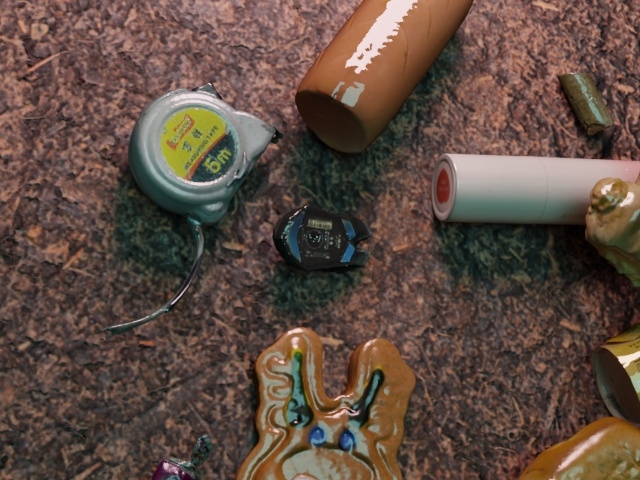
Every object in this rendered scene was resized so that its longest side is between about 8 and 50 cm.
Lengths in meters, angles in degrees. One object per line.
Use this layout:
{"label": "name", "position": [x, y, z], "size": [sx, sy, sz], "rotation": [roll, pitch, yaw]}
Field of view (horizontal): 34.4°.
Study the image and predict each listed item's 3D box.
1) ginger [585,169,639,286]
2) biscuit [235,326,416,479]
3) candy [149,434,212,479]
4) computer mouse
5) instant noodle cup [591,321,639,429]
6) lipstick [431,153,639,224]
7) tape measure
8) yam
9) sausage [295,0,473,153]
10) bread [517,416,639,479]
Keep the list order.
{"label": "ginger", "position": [0.430, -0.053, 1.255], "size": [0.221, 0.130, 0.275], "rotation": [6, 86, -7]}
{"label": "biscuit", "position": [0.004, 0.265, 1.183], "size": [0.202, 0.047, 0.333], "rotation": [13, 73, -12]}
{"label": "candy", "position": [-0.178, 0.285, 1.128], "size": [0.043, 0.045, 0.175], "rotation": [32, 68, 11]}
{"label": "computer mouse", "position": [0.000, 0.000, 1.252], "size": [0.135, 0.047, 0.079], "rotation": [5, 86, -26]}
{"label": "instant noodle cup", "position": [0.416, 0.161, 1.277], "size": [0.122, 0.151, 0.151], "rotation": [-17, 81, -11]}
{"label": "lipstick", "position": [0.309, -0.063, 1.331], "size": [0.327, 0.087, 0.087], "rotation": [1, 76, -16]}
{"label": "tape measure", "position": [-0.187, -0.034, 1.186], "size": [0.164, 0.084, 0.330], "rotation": [35, 68, -2]}
{"label": "yam", "position": [0.360, -0.189, 1.402], "size": [0.043, 0.043, 0.094], "rotation": [-21, 82, -19]}
{"label": "sausage", "position": [0.089, -0.252, 1.303], "size": [0.121, 0.121, 0.304], "rotation": [37, 67, -4]}
{"label": "bread", "position": [0.330, 0.404, 1.188], "size": [0.337, 0.148, 0.328], "rotation": [44, 65, 1]}
